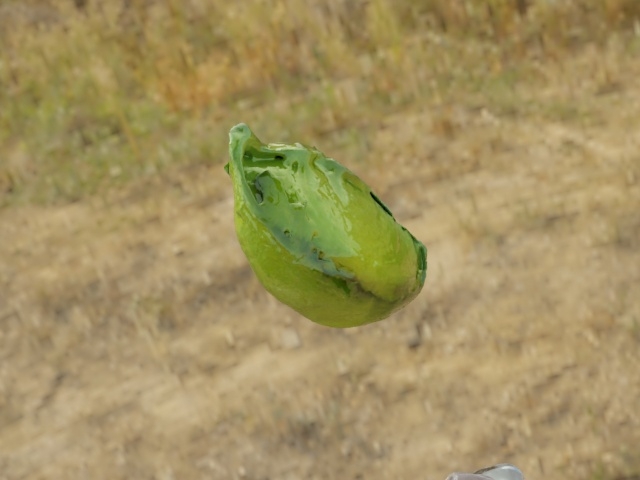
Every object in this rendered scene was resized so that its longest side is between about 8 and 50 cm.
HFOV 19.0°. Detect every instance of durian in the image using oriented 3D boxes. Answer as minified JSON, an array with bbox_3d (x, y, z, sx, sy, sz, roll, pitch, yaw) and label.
[{"bbox_3d":[0.000,0.000,1.701,0.101,0.250,0.139,-29,49,34],"label":"durian"}]

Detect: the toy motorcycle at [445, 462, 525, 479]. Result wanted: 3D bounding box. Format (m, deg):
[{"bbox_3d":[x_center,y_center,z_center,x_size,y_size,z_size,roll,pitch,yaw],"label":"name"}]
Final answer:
[{"bbox_3d":[0.134,0.230,1.564,0.112,0.112,0.254,-20,5,-1],"label":"toy motorcycle"}]
